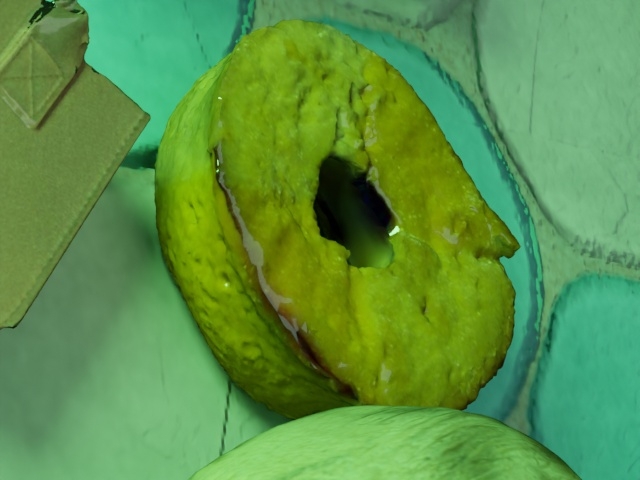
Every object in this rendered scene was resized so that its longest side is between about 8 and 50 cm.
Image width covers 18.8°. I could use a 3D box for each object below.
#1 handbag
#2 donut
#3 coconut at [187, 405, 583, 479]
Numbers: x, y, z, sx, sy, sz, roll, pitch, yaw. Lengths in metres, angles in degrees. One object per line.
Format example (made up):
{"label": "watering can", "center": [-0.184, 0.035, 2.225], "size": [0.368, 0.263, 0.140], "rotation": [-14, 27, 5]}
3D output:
{"label": "handbag", "center": [-0.170, -0.074, 0.718], "size": [0.212, 0.059, 0.157], "rotation": [49, 44, -23]}
{"label": "donut", "center": [0.000, -0.001, 0.865], "size": [0.190, 0.075, 0.174], "rotation": [52, 43, -12]}
{"label": "coconut", "center": [0.038, 0.160, 0.740], "size": [0.224, 0.224, 0.224], "rotation": [23, 58, -41]}
